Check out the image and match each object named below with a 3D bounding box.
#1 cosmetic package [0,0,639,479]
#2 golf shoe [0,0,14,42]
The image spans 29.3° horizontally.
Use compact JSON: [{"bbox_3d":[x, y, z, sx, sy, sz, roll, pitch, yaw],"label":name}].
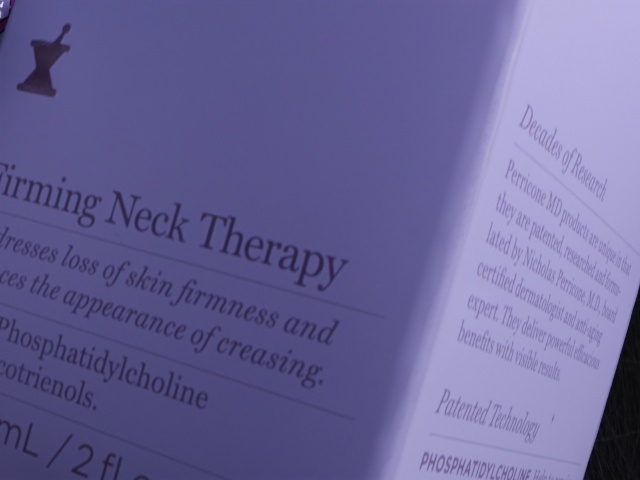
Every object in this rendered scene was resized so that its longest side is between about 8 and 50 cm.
[{"bbox_3d":[0.000,0.000,0.771,0.327,0.329,0.393,24,81,-60],"label":"cosmetic package"},{"bbox_3d":[-0.227,-0.142,0.855,0.086,0.067,0.186,13,65,-28],"label":"golf shoe"}]
